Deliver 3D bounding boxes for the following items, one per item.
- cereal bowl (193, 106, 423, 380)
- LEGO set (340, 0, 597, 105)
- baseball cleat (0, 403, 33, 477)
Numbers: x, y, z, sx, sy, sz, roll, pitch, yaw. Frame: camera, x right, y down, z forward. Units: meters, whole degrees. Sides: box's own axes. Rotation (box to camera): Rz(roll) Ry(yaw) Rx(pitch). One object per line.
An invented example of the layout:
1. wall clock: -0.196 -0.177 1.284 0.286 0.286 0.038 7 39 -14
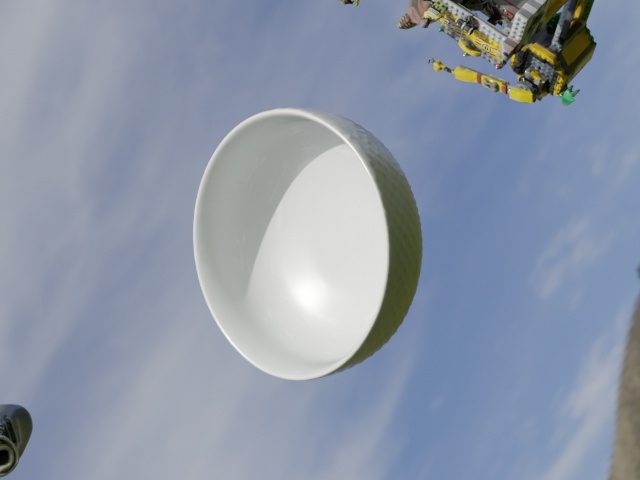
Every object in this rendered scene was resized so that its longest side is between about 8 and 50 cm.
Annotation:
1. cereal bowl: 0.000 0.000 1.787 0.141 0.339 0.339 -8 -55 -48
2. LEGO set: 0.116 -0.246 1.361 0.192 0.331 0.255 -46 -9 -27
3. baseball cleat: -0.331 0.216 1.440 0.206 0.109 0.072 -38 -68 -62
